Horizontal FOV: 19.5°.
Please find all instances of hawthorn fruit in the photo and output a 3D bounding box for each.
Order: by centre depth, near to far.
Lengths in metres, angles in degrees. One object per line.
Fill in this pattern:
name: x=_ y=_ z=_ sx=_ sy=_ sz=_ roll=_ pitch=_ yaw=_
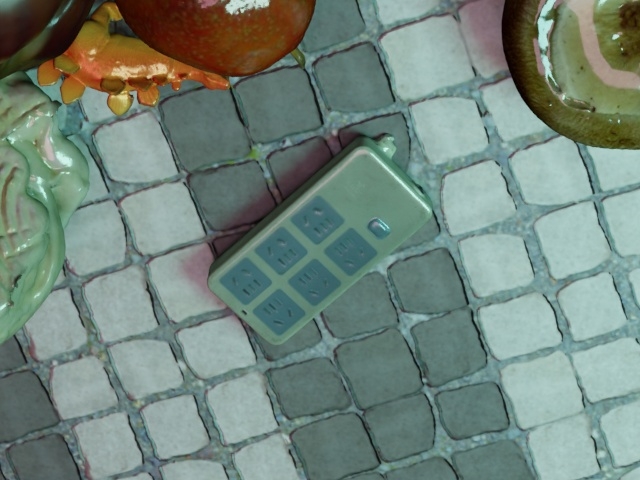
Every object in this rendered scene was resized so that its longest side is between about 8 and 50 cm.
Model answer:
hawthorn fruit: x=-0.086 y=-0.242 z=1.848 sx=0.196 sy=0.196 sz=0.225 roll=-40 pitch=123 yaw=18

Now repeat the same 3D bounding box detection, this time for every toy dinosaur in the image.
toy dinosaur: x=-0.234 y=-0.188 z=1.907 sx=0.288 sy=0.117 sz=0.070 roll=16 pitch=146 yaw=-4

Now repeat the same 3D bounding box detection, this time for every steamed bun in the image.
steamed bun: x=-0.387 y=-0.038 z=1.924 sx=0.275 sy=0.320 sz=0.206 roll=15 pitch=155 yaw=-10

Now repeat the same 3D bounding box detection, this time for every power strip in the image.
power strip: x=0.000 y=0.000 z=2.019 sx=0.270 sy=0.046 sz=0.118 roll=-41 pitch=106 yaw=18

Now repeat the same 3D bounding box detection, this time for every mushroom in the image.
mushroom: x=0.300 y=-0.211 z=1.847 sx=0.253 sy=0.153 sz=0.253 roll=1 pitch=105 yaw=4

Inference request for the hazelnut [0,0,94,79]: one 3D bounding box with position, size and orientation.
hazelnut: x=-0.392 y=-0.281 z=1.726 sx=0.409 sy=0.359 sz=0.359 roll=-33 pitch=113 yaw=-23
